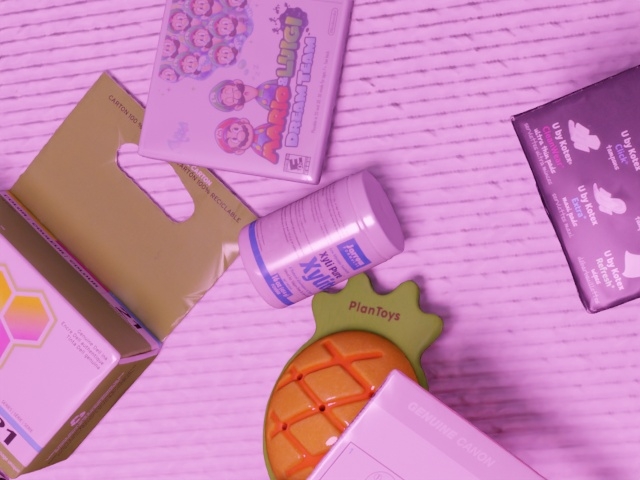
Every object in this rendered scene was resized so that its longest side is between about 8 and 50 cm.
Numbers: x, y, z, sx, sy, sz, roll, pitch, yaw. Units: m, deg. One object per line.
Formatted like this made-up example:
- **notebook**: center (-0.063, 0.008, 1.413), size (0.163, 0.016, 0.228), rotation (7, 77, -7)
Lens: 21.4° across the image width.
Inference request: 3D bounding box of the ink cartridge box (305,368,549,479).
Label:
- **ink cartridge box**: center (0.081, 0.265, 1.191), size (0.296, 0.066, 0.261), rotation (37, 95, -12)

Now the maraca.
- **maraca**: center (0.023, 0.113, 1.236), size (0.127, 0.099, 0.185), rotation (12, 77, 22)

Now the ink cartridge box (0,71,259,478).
- **ink cartridge box**: center (-0.200, 0.022, 1.291), size (0.189, 0.097, 0.255), rotation (44, 103, 10)

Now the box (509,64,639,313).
- **box**: center (0.285, -0.066, 1.116), size (0.270, 0.165, 0.143), rotation (-22, 86, 16)

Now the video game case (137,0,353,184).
- **video game case**: center (-0.056, -0.129, 1.272), size (0.143, 0.019, 0.157), rotation (10, 87, 14)

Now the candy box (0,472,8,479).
- **candy box**: center (-0.350, 0.242, 1.273), size (0.071, 0.233, 0.159), rotation (36, 103, 11)

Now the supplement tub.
- **supplement tub**: center (0.000, 0.000, 1.248), size (0.107, 0.071, 0.071), rotation (-25, 86, 16)
